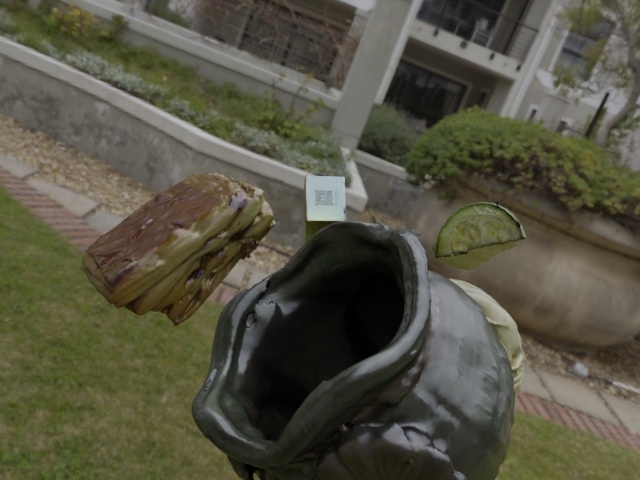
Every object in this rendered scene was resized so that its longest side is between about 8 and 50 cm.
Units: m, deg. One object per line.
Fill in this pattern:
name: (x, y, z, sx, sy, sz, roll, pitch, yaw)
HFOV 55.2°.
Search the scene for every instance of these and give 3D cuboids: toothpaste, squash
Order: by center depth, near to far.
toothpaste: (0.000, 0.000, 1.062, 0.070, 0.089, 0.313, -1, -24, -4)
squash: (0.368, -0.013, 1.343, 0.203, 0.111, 0.288, -15, -14, 28)

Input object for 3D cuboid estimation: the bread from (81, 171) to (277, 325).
bread: (-0.253, 0.017, 1.124, 0.277, 0.324, 0.167, 26, -32, 56)

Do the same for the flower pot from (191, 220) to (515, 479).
flower pot: (0.030, 0.147, 0.582, 0.213, 0.301, 0.302, 47, 4, -25)

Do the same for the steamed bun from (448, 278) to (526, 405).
steamed bun: (0.284, 0.202, 1.203, 0.275, 0.203, 0.289, 22, 43, -22)
